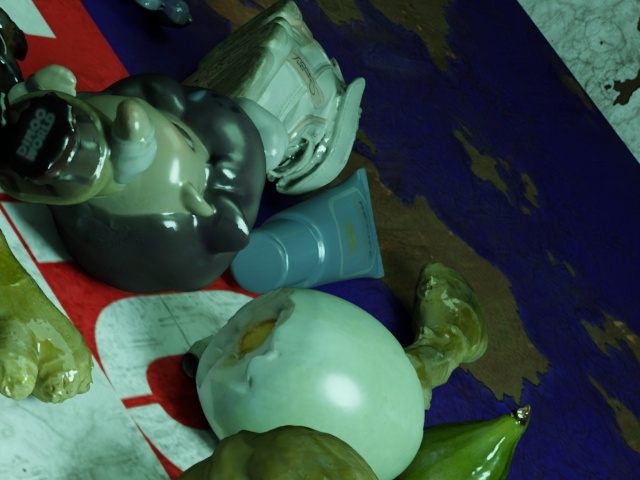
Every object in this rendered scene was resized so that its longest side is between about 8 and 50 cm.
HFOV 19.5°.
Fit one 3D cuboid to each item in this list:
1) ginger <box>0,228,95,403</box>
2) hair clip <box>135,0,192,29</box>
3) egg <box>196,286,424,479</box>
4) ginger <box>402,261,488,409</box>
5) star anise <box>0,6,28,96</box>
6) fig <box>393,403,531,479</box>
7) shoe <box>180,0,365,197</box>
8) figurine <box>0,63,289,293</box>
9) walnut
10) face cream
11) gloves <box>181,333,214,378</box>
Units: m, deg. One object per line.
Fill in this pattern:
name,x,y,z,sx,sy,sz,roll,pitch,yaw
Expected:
ginger,-0.282,0.016,1.558,0.299,0.065,0.118,57,16,26
hair clip,-0.238,-0.311,2.222,0.195,0.052,0.124,32,17,-20
egg,0.000,0.149,1.724,0.217,0.183,0.183,44,22,-22
ginger,0.126,0.110,2.174,0.294,0.086,0.131,-34,106,-64
star anise,-0.351,-0.220,1.759,0.272,0.102,0.272,38,27,-24
fig,0.133,0.220,1.878,0.127,0.184,0.133,29,17,30
shoe,-0.044,-0.148,2.144,0.198,0.172,0.351,51,24,-12
figurine,-0.186,-0.086,1.649,0.365,0.218,0.206,47,43,-62
walnut,-0.033,0.247,1.477,0.213,0.213,0.213,41,23,-22
face cream,0.000,0.000,2.100,0.385,0.086,0.135,-19,99,-69
gloves,-0.109,0.111,1.775,0.081,0.037,0.044,-13,69,-42
